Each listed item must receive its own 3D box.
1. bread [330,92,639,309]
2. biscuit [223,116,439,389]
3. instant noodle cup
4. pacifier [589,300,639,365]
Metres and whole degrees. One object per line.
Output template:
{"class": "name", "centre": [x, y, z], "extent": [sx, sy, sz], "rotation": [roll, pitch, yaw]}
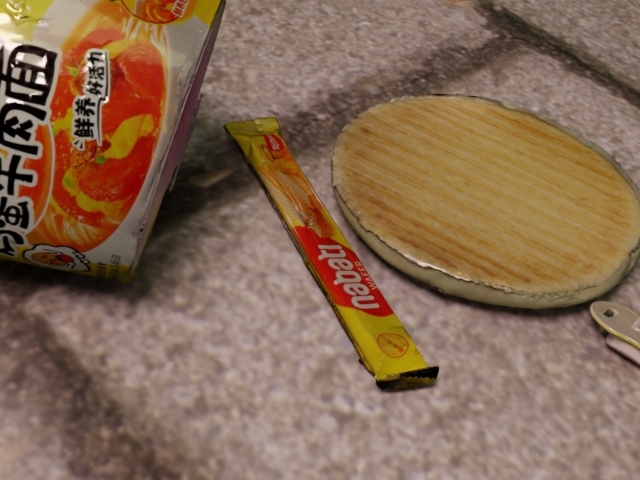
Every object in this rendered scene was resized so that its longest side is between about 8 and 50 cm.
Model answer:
{"class": "bread", "centre": [0.133, -0.035, 0.845], "extent": [0.266, 0.040, 0.267], "rotation": [8, 39, -6]}
{"class": "biscuit", "centre": [0.000, 0.000, 0.785], "extent": [0.048, 0.026, 0.292], "rotation": [-4, 44, -30]}
{"class": "instant noodle cup", "centre": [-0.185, -0.097, 0.684], "extent": [0.200, 0.264, 0.264], "rotation": [18, 40, -6]}
{"class": "pacifier", "centre": [0.238, 0.056, 0.756], "extent": [0.083, 0.064, 0.068], "rotation": [34, 27, 22]}
